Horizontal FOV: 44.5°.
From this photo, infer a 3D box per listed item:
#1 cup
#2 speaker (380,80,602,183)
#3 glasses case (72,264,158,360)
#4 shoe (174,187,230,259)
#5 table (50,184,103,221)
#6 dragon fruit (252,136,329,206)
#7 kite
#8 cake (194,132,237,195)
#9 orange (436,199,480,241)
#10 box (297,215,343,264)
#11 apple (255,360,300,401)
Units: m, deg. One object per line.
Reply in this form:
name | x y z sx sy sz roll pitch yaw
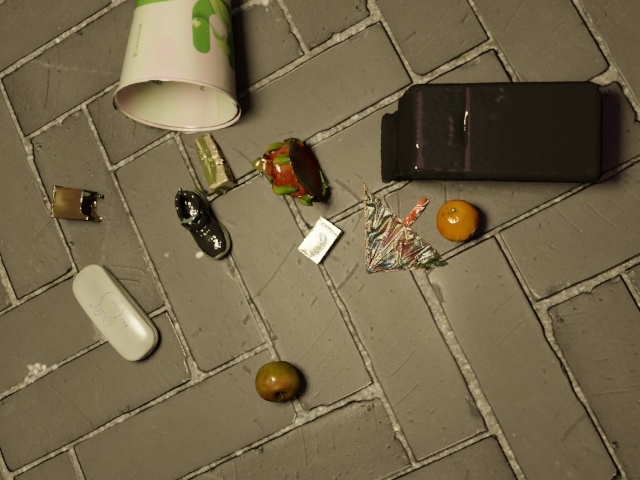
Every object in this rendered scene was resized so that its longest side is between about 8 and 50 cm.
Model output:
cup | -0.280 -0.382 1.573 0.253 0.253 0.274 -3 75 14
speaker | 0.307 -0.189 1.454 0.388 0.184 0.180 1 86 4
glasses case | -0.432 0.151 1.642 0.092 0.059 0.233 -44 75 9
shoe | -0.251 -0.038 1.592 0.071 0.099 0.169 -32 78 7
table | -0.519 -0.078 1.677 0.082 0.083 0.070 5 89 8
dragon fruit | -0.056 -0.136 1.551 0.175 0.138 0.142 1 43 43
kite | 0.144 -0.013 1.532 0.232 0.009 0.189 41 96 15
cake | -0.221 -0.159 1.635 0.051 0.055 0.140 -30 61 12
orange | 0.257 -0.038 1.470 0.083 0.083 0.084 -1 84 15
box | 0.000 0.000 1.562 0.054 0.024 0.083 37 96 17
apple | -0.084 0.274 1.524 0.089 0.089 0.074 -17 68 13
